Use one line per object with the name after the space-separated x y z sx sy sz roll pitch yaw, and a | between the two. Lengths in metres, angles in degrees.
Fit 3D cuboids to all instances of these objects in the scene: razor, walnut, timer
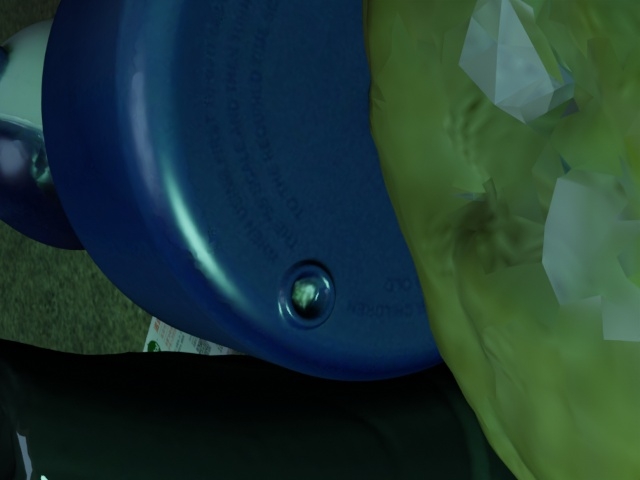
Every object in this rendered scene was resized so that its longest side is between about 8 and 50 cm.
-0.053 0.110 0.988 0.204 0.349 0.114 12 96 55 | razor
0.198 -0.049 0.600 0.383 0.383 0.384 17 112 52 | walnut
-0.075 -0.063 1.031 0.383 0.270 0.270 -3 95 55 | timer

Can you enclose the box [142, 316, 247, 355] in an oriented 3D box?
-0.070 0.059 1.254 0.089 0.043 0.125 51 136 35 | box
